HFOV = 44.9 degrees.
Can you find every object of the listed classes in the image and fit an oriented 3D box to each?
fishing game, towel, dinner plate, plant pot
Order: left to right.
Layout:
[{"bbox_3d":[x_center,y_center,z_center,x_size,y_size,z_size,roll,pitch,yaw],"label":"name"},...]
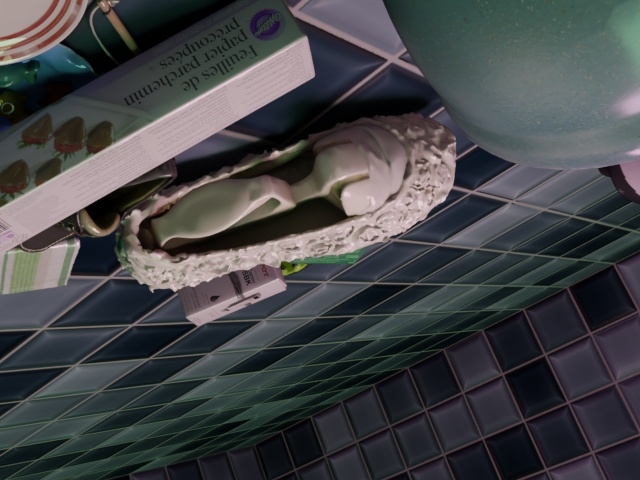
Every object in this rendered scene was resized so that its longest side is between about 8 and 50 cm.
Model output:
[{"bbox_3d":[-0.222,-0.163,0.497,0.141,0.017,0.141,-17,155,-8],"label":"dinner plate"},{"bbox_3d":[-0.258,-0.094,0.627,0.264,0.041,0.189,-21,159,-3],"label":"fishing game"},{"bbox_3d":[-0.361,0.030,0.888,0.152,0.023,0.113,-7,154,-31],"label":"towel"},{"bbox_3d":[0.135,-0.213,0.424,0.293,0.293,0.196,-32,133,28],"label":"plant pot"}]

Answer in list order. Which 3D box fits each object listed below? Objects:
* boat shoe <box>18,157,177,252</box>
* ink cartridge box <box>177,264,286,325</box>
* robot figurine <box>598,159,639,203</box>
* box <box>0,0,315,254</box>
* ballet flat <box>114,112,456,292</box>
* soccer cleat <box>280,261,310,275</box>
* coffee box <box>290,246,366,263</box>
[{"bbox_3d":[-0.227,-0.038,0.757,0.223,0.073,0.080,-32,158,26],"label":"boat shoe"},{"bbox_3d":[-0.127,0.042,1.047,0.135,0.099,0.056,-23,160,1],"label":"ink cartridge box"},{"bbox_3d":[0.532,-0.119,1.113,0.173,0.278,0.209,-49,121,-7],"label":"robot figurine"},{"bbox_3d":[-0.159,-0.092,0.624,0.324,0.063,0.067,-31,162,-3],"label":"box"},{"bbox_3d":[-0.028,-0.044,0.839,0.408,0.147,0.147,-21,161,-6],"label":"ballet flat"},{"bbox_3d":[0.000,0.000,1.137,0.179,0.060,0.072,-35,159,27],"label":"soccer cleat"},{"bbox_3d":[0.037,-0.041,1.014,0.113,0.040,0.184,1,138,-34],"label":"coffee box"}]
